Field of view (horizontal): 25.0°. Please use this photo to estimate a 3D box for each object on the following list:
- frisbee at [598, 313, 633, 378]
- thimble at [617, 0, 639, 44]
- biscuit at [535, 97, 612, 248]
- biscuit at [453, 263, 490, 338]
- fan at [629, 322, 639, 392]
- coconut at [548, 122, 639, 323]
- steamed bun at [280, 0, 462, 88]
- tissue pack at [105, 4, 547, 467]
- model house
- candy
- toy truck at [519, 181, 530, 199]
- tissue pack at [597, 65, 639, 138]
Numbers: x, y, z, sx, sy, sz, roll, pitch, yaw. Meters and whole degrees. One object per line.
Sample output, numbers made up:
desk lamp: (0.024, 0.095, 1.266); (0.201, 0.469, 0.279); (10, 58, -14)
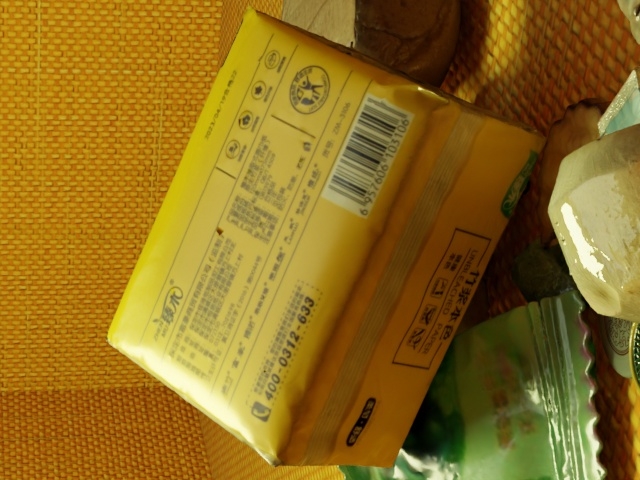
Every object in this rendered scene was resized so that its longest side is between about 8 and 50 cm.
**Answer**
frisbee: (0.281, 0.072, 1.327); (0.110, 0.014, 0.110); (179, 90, -76)
thimble: (0.290, -0.242, 0.996); (0.196, 0.148, 0.229); (-123, 37, -67)
biscuit: (0.255, -0.070, 1.338); (0.183, 0.061, 0.118); (127, 143, -65)
biscuit: (0.135, -0.013, 1.664); (0.296, 0.102, 0.296); (-11, -90, -88)
fan: (0.291, 0.061, 1.231); (0.082, 0.039, 0.155); (114, 154, -61)
coconut: (0.265, -0.010, 1.099); (0.161, 0.161, 0.162); (146, 103, -74)
steamed bun: (0.078, -0.258, 1.800); (0.251, 0.199, 0.301); (-44, 40, 51)
tissue pack: (0.000, 0.000, 1.445); (0.293, 0.228, 0.382); (30, 98, 35)
model house: (0.237, 0.044, 1.444); (0.083, 0.066, 0.079); (62, 144, 27)
candy: (0.157, 0.208, 1.493); (0.398, 0.172, 0.263); (-21, 85, 60)
toy truck: (0.199, -0.083, 1.583); (0.049, 0.054, 0.083); (-131, 42, -70)
tissue pack: (0.279, -0.101, 1.203); (0.094, 0.074, 0.059); (111, 152, -63)
